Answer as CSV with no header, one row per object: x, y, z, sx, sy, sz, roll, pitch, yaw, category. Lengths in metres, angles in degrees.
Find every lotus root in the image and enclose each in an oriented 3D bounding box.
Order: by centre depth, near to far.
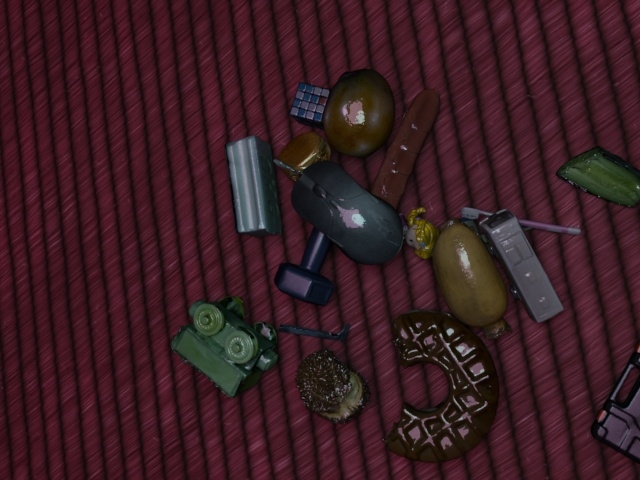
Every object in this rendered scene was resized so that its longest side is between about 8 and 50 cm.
0.345,0.095,1.571,0.130,0.146,0.303,-28,98,-23,lotus root

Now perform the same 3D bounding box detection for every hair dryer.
0.424,0.029,1.655,0.199,0.067,0.167,4,95,2,hair dryer

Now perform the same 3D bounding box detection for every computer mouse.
0.032,-0.085,1.603,0.379,0.090,0.167,36,92,9,computer mouse

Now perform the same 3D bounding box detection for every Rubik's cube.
-0.016,-0.352,1.787,0.092,0.092,0.092,18,89,17,Rubik's cube

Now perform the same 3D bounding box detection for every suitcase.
0.758,0.362,1.505,0.206,0.066,0.286,30,93,17,suitcase

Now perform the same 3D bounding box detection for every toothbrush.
0.478,-0.043,1.621,0.286,0.020,0.025,10,62,5,toothbrush

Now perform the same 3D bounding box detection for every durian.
0.028,0.351,1.672,0.167,0.196,0.196,-26,78,3,durian

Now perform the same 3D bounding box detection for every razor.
-0.020,0.240,1.762,0.190,0.033,0.066,3,41,19,razor

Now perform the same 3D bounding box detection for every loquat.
0.100,-0.322,1.712,0.179,0.179,0.227,16,93,17,loquat

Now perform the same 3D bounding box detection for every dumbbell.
0.000,0.000,1.722,0.143,0.156,0.316,21,91,-13,dumbbell

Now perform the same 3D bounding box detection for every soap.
-0.171,-0.136,1.780,0.094,0.150,0.262,-12,82,18,soap

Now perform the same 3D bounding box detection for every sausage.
0.197,-0.191,1.692,0.087,0.088,0.433,21,80,17,sausage

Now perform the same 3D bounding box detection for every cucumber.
0.668,-0.159,1.578,0.193,0.086,0.115,34,138,15,cucumber

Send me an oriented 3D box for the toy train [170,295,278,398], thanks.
-0.243,0.269,1.764,0.271,0.159,0.188,34,104,17,toy train

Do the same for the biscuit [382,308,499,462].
0.290,0.348,1.619,0.268,0.115,0.366,2,86,16,biscuit

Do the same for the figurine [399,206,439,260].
0.260,-0.019,1.678,0.156,0.095,0.115,31,74,34,figurine

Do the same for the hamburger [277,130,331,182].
-0.041,-0.218,1.762,0.138,0.083,0.147,-42,34,-2,hamburger

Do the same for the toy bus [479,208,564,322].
0.468,0.060,1.578,0.092,0.106,0.268,-28,95,5,toy bus
